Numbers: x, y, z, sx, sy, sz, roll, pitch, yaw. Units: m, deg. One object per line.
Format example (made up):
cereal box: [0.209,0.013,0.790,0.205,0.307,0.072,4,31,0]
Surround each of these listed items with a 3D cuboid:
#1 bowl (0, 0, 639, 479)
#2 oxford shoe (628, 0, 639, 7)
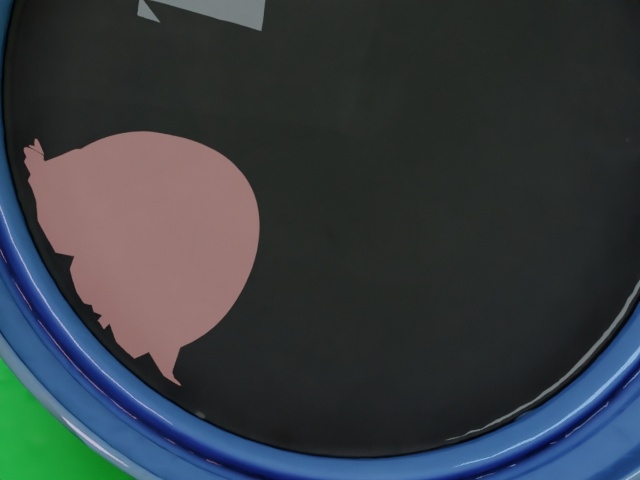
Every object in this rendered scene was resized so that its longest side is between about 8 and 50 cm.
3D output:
bowl: [0.027,-0.068,0.450,0.391,0.077,0.391,1,84,-12]
oxford shoe: [0.261,-0.118,0.614,0.348,0.123,0.130,9,3,-12]
